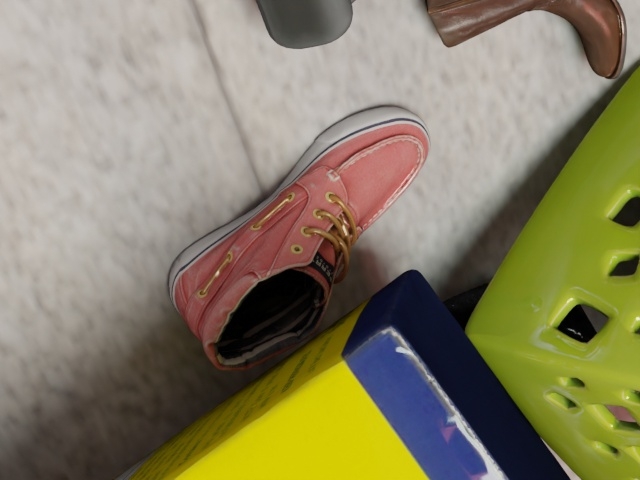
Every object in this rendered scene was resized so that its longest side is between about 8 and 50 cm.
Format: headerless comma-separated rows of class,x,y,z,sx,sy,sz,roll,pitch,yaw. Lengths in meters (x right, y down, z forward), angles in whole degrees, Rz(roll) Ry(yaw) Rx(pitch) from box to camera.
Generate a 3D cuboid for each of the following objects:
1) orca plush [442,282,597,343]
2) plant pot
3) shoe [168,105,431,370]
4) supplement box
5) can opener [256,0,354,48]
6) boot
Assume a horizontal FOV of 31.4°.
orca plush,0.057,0.131,0.710,0.287,0.102,0.151,-27,123,-9
plant pot,0.261,0.052,0.659,0.228,0.207,0.227,47,71,-35
shoe,0.000,0.000,0.630,0.178,0.081,0.063,-37,124,-2
supplement box,-0.044,0.201,0.575,0.356,0.194,0.195,-36,90,10
can opener,-0.055,-0.217,0.513,0.093,0.074,0.280,-12,125,23
boot,0.111,-0.124,0.641,0.114,0.037,0.106,-23,109,-15
